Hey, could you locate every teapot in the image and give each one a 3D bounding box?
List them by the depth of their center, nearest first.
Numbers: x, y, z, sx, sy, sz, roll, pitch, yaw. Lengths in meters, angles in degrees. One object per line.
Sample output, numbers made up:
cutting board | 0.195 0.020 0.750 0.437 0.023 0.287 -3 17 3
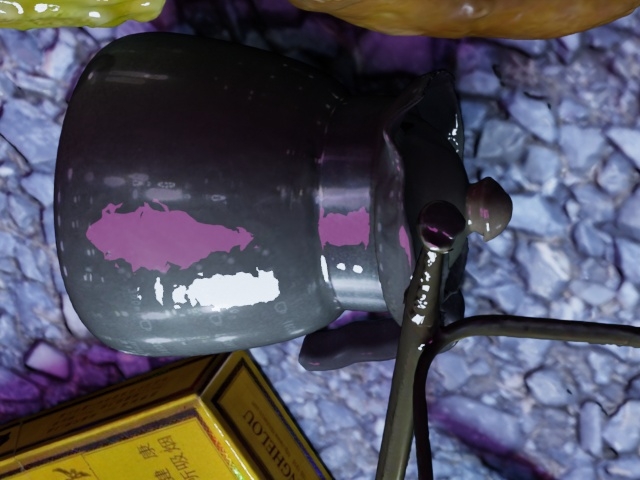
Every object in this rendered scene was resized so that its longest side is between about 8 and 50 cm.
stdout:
teapot | -0.007 0.007 1.246 0.285 0.223 0.305 2 119 18

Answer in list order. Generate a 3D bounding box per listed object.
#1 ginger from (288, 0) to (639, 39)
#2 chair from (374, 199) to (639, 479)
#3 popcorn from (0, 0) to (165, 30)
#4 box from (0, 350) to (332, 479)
ginger | 0.052 -0.202 1.064 0.172 0.321 0.165 21 99 47
chair | 0.175 0.240 1.172 0.361 0.365 0.410 5 153 -17
popcorn | -0.161 -0.245 1.121 0.270 0.258 0.224 -30 63 37
box | -0.142 0.217 1.528 0.301 0.084 0.193 -21 109 35
